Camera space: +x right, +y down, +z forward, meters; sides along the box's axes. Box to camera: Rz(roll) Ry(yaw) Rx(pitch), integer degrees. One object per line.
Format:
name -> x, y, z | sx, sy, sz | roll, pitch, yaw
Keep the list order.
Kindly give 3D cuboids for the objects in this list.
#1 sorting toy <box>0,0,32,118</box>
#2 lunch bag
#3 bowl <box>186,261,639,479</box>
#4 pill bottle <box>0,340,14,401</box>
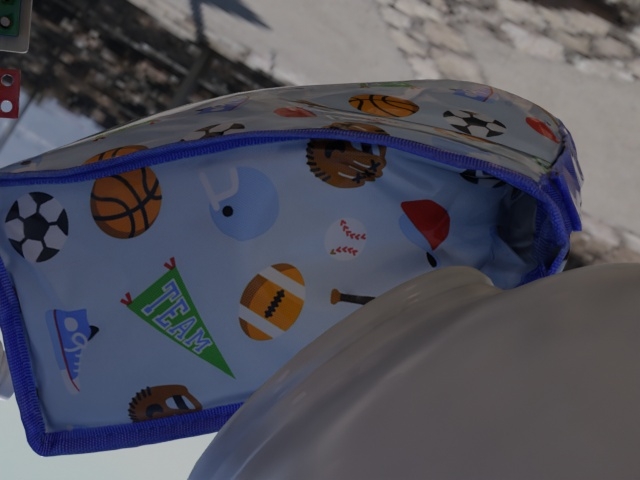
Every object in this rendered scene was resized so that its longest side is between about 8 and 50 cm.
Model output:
sorting toy -> -0.328, -0.235, 1.179 | 0.132, 0.274, 0.046 | 6, -174, -10
lunch bag -> 0.000, 0.000, 0.952 | 0.385, 0.239, 0.328 | -12, -170, 14
bowl -> 0.046, 0.104, 0.452 | 0.134, 0.298, 0.298 | 49, 178, 22
pill bottle -> -0.452, 0.148, 1.619 | 0.152, 0.086, 0.086 | 24, 173, -25
